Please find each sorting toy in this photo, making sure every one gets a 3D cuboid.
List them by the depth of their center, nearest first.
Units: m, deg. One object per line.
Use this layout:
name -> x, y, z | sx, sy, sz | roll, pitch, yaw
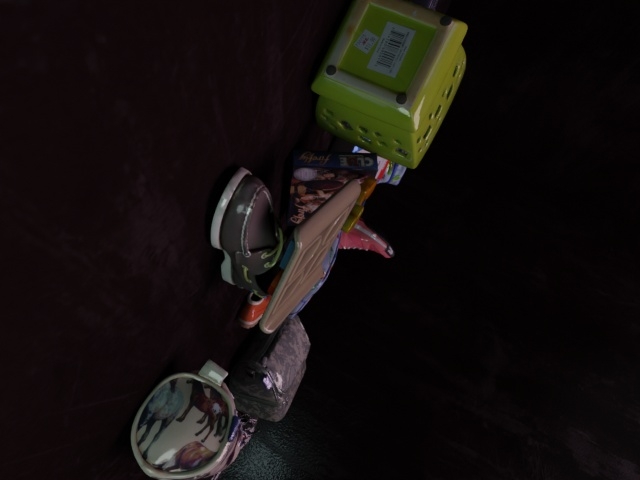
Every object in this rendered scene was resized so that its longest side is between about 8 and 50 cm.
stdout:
sorting toy -> 0.000, 0.000, 0.795 | 0.307, 0.041, 0.229 | -45, 163, -49

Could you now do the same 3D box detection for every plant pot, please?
plant pot -> 0.122, -0.290, 0.803 | 0.228, 0.227, 0.207 | -63, 169, -1

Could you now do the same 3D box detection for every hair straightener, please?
hair straightener -> -0.280, 0.588, 1.450 | 0.047, 0.230, 0.089 | -11, -117, 41

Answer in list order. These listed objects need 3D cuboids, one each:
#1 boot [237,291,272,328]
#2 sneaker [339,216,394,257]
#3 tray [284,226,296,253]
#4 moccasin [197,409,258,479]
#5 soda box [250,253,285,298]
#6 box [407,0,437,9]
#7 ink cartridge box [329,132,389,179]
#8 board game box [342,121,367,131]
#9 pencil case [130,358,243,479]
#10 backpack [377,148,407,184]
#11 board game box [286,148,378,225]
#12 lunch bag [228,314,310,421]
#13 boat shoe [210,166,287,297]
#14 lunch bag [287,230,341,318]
boot -> -0.154, 0.154, 1.164 | 0.158, 0.059, 0.085 | -48, 159, -67
sneaker -> 0.100, -0.019, 1.506 | 0.136, 0.314, 0.116 | -54, -173, 16
tray -> -0.056, -0.031, 1.269 | 0.270, 0.030, 0.145 | -60, -179, -29
moccasin -> -0.346, 0.699, 1.521 | 0.147, 0.139, 0.380 | -18, -143, 59
soda box -> -0.116, 0.070, 1.043 | 0.071, 0.067, 0.210 | -63, 174, 7
box -> 0.228, -0.574, 1.093 | 0.158, 0.093, 0.156 | -60, 174, -40
ink cartridge box -> 0.136, -0.253, 1.291 | 0.231, 0.078, 0.134 | -3, 126, -47
board game box -> 0.134, -0.334, 1.069 | 0.060, 0.194, 0.194 | -62, 160, -23
pencil case -> -0.232, 0.368, 0.882 | 0.183, 0.160, 0.410 | -45, 167, -25
backpack -> 0.229, -0.358, 1.531 | 0.355, 0.273, 0.290 | -45, 173, -28
board game box -> 0.014, -0.101, 0.959 | 0.243, 0.165, 0.042 | 105, -16, -64
lunch bag -> -0.169, 0.406, 1.517 | 0.305, 0.212, 0.256 | -57, 155, -53
boat shoe -> -0.101, 0.004, 0.713 | 0.117, 0.096, 0.324 | -59, 174, -27
lunch bag -> -0.051, 0.083, 1.368 | 0.243, 0.115, 0.303 | -51, -171, 45
